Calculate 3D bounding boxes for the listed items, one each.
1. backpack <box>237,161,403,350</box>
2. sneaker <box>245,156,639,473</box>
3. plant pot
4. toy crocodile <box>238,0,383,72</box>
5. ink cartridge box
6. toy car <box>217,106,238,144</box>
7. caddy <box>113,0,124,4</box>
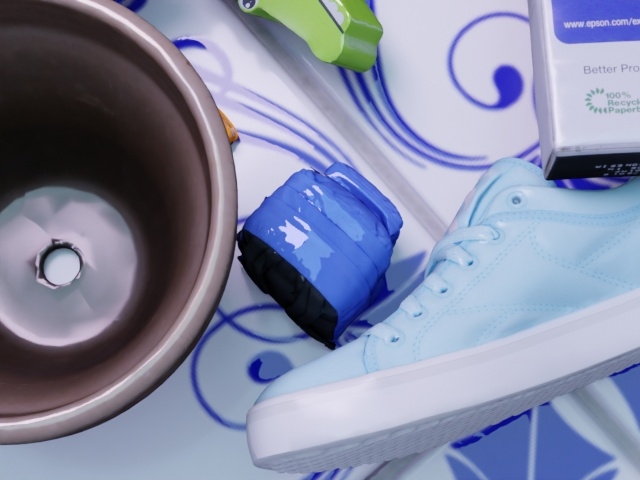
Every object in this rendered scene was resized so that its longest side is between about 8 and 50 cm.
[{"bbox_3d":[0.000,0.000,1.013,0.098,0.120,0.101,37,82,8],"label":"backpack"},{"bbox_3d":[0.104,0.034,0.990,0.366,0.135,0.150,-18,74,-24],"label":"sneaker"},{"bbox_3d":[-0.172,-0.001,0.959,0.263,0.229,0.263,0,79,1],"label":"plant pot"},{"bbox_3d":[-0.075,-0.247,1.066,0.105,0.115,0.340,-39,79,18],"label":"toy crocodile"},{"bbox_3d":[0.216,-0.221,0.996,0.176,0.069,0.370,-2,74,0],"label":"ink cartridge box"},{"bbox_3d":[-0.073,-0.035,1.060,0.060,0.040,0.122,-21,80,-3],"label":"toy car"},{"bbox_3d":[-0.258,-0.192,0.980,0.341,0.241,0.179,-17,74,-16],"label":"caddy"}]
